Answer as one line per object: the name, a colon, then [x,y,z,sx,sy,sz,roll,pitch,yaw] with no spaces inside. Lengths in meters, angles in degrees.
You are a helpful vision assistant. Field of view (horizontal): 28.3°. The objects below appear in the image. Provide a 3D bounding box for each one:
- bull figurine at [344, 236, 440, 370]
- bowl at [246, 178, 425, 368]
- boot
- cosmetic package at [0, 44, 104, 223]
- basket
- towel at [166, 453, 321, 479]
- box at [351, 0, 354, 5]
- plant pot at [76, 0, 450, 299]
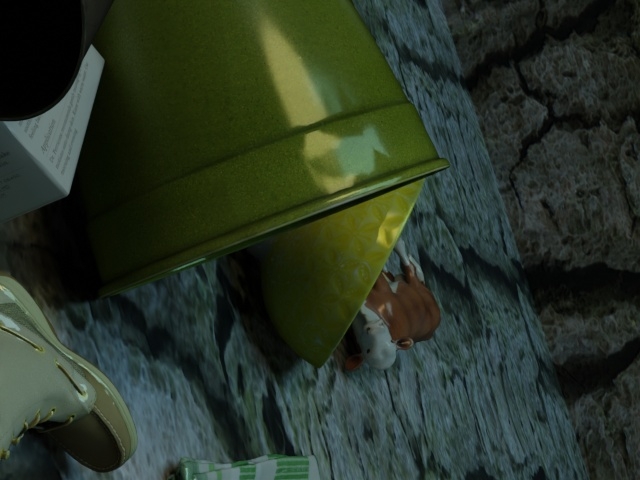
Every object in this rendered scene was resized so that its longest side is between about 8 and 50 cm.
bull figurine: [0.093,0.095,1.902,0.310,0.101,0.188,-1,70,-69]
bowl: [0.000,0.000,1.610,0.156,0.289,0.289,28,26,0]
boot: [-0.241,0.146,1.023,0.213,0.077,0.165,55,23,-22]
cosmetic package: [-0.339,-0.193,0.981,0.365,0.155,0.197,54,26,-35]
basket: [-0.212,-0.221,0.906,0.227,0.154,0.204,-71,141,-60]
towel: [-0.051,0.350,1.374,0.325,0.038,0.247,16,56,-66]
box: [0.005,-0.244,1.957,0.381,0.143,0.191,70,20,-3]
plant pot: [-0.107,-0.170,1.251,0.352,0.367,0.366,69,20,-1]
